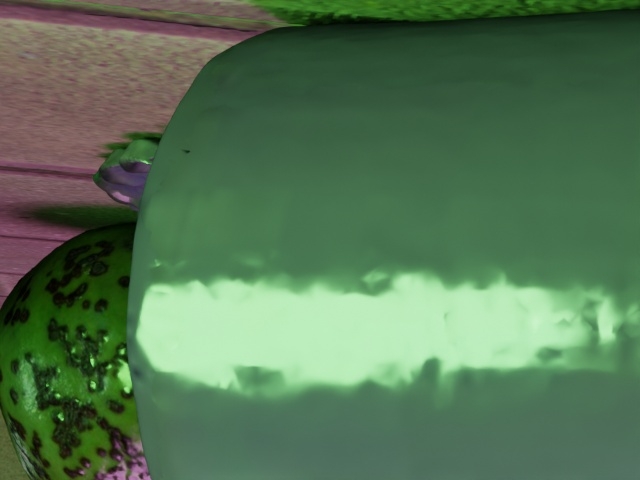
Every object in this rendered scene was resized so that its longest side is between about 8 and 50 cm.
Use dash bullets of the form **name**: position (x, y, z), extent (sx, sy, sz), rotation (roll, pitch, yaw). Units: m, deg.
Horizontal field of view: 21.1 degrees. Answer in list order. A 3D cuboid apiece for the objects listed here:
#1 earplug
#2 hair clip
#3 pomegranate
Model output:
- **earplug**: position (0.184, 0.023, 0.496), extent (0.456, 0.215, 0.215), rotation (-3, 171, 29)
- **hair clip**: position (-0.061, -0.011, 0.919), extent (0.124, 0.052, 0.195), rotation (28, 171, -16)
- **pomegranate**: position (-0.121, 0.115, 1.281), extent (0.254, 0.270, 0.254), rotation (-22, 165, -6)
